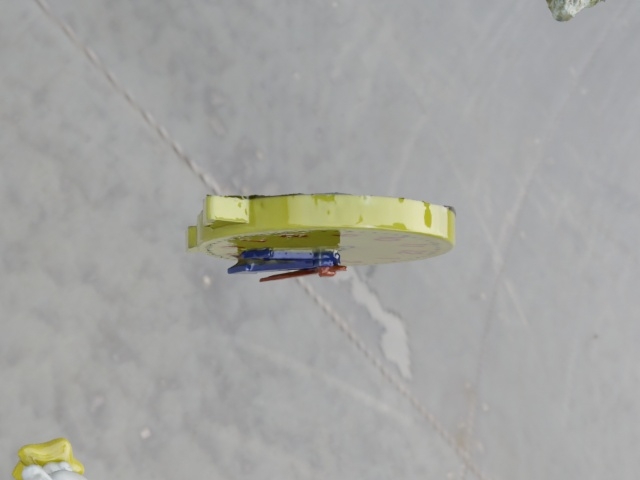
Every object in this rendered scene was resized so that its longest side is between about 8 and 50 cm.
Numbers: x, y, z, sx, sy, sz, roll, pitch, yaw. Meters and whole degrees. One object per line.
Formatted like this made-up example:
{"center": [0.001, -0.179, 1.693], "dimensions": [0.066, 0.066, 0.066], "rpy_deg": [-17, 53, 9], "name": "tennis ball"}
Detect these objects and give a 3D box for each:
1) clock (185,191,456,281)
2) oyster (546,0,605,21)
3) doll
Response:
{"center": [0.002, 0.004, 1.330], "dimensions": [0.277, 0.293, 0.071], "rpy_deg": [123, -34, -80], "name": "clock"}
{"center": [0.225, -0.254, 0.965], "dimensions": [0.177, 0.064, 0.125], "rpy_deg": [-34, 94, -25], "name": "oyster"}
{"center": [-0.308, 0.292, 1.513], "dimensions": [0.135, 0.072, 0.113], "rpy_deg": [33, 1, -20], "name": "doll"}
